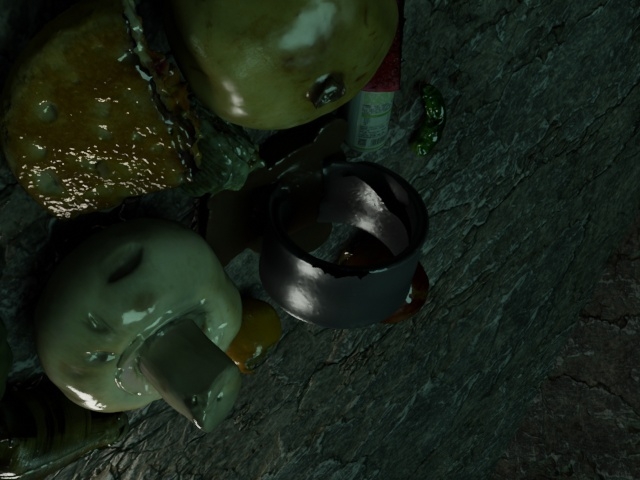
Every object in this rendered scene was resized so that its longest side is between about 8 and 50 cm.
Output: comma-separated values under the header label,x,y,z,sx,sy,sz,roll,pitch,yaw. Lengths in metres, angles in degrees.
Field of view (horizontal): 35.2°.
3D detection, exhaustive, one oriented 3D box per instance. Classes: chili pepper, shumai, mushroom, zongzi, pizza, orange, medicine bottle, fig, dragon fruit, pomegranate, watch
label,x,y,z,sx,sy,sz,roll,pitch,yaw
chili pepper,0.216,-0.243,1.979,0.073,0.050,0.182,-25,142,-19
shumai,-0.166,-0.161,1.540,0.142,0.184,0.184,-52,159,-41
mushroom,-0.261,0.126,1.622,0.325,0.353,0.353,-57,169,-54
zongzi,-0.499,0.380,1.762,0.286,0.134,0.288,1,125,-48
pizza,-0.283,-0.161,1.328,0.277,0.114,0.409,9,141,-14
orange,-0.147,0.190,1.975,0.156,0.134,0.157,-20,142,-16
medicine bottle,0.086,-0.250,1.776,0.086,0.086,0.183,-26,145,-29
fig,0.125,0.086,2.141,0.205,0.205,0.205,-31,146,-23
dragon fruit,0.065,-0.344,1.568,0.189,0.163,0.262,-33,160,-14
pomegranate,-0.050,-0.308,1.327,0.332,0.332,0.333,-31,146,-23
watch,0.000,0.000,1.732,0.335,0.327,0.314,-24,143,-31

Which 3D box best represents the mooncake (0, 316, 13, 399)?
label,x,y,z,sx,sy,sz,roll,pitch,yaw
mooncake,-0.600,0.176,1.348,0.356,0.194,0.356,-31,145,-24
